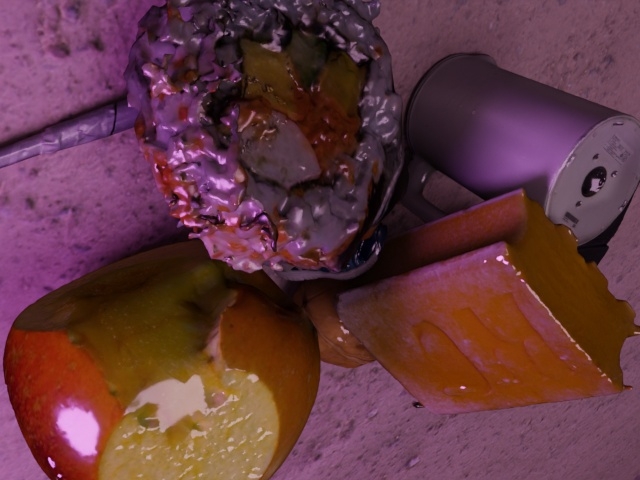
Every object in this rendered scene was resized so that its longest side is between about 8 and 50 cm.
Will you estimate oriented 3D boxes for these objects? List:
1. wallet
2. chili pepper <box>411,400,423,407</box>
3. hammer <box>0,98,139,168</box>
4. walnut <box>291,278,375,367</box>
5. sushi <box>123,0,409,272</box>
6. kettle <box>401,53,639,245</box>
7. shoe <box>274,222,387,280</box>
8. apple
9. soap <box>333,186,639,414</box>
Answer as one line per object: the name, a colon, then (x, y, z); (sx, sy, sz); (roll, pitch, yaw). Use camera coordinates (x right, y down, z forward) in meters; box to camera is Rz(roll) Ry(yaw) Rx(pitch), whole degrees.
wallet: (0.566, 0.001, 1.667); (0.247, 0.041, 0.322); (-3, 122, -37)
chili pepper: (0.338, 0.225, 1.617); (0.137, 0.092, 0.368); (37, 85, -27)
hammer: (-0.335, -0.101, 0.883); (0.427, 0.044, 0.152); (-24, 130, -26)
walnut: (0.039, 0.127, 1.248); (0.197, 0.165, 0.165); (24, 101, -37)
sushi: (-0.052, -0.151, 0.915); (0.418, 0.176, 0.417); (9, 78, -47)
kettle: (0.293, -0.122, 1.167); (0.205, 0.318, 0.264); (-13, 126, -33)
shoe: (0.000, 0.000, 1.118); (0.106, 0.207, 0.091); (55, 41, -40)
apple: (-0.178, 0.164, 0.952); (0.374, 0.374, 0.384); (-45, 153, -5)
soap: (0.229, 0.104, 1.083); (0.293, 0.335, 0.156); (46, 49, -23)
